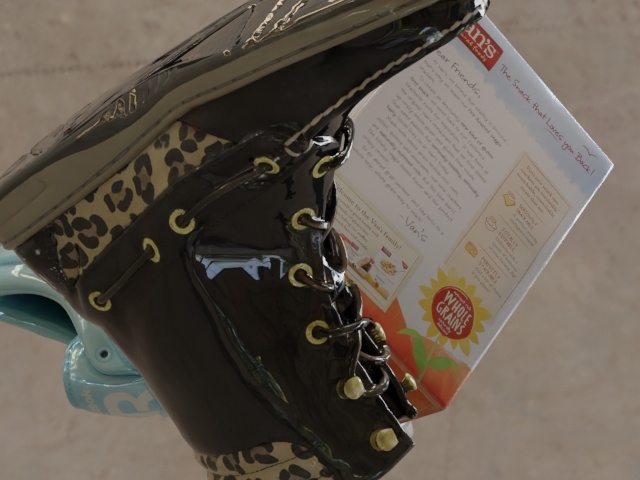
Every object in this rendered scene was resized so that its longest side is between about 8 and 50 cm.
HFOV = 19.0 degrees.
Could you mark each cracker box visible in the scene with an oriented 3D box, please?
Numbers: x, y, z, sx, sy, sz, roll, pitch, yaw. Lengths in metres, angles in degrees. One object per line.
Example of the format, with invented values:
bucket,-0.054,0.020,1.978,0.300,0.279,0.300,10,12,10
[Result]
cracker box,0.064,-0.022,1.174,0.155,0.067,0.232,48,55,-12

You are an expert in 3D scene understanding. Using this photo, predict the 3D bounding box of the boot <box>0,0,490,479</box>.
boot,0.000,0.000,0.734,0.178,0.236,0.085,55,32,-13

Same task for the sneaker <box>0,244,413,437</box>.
sneaker,-0.103,0.090,1.407,0.366,0.135,0.150,28,67,32
